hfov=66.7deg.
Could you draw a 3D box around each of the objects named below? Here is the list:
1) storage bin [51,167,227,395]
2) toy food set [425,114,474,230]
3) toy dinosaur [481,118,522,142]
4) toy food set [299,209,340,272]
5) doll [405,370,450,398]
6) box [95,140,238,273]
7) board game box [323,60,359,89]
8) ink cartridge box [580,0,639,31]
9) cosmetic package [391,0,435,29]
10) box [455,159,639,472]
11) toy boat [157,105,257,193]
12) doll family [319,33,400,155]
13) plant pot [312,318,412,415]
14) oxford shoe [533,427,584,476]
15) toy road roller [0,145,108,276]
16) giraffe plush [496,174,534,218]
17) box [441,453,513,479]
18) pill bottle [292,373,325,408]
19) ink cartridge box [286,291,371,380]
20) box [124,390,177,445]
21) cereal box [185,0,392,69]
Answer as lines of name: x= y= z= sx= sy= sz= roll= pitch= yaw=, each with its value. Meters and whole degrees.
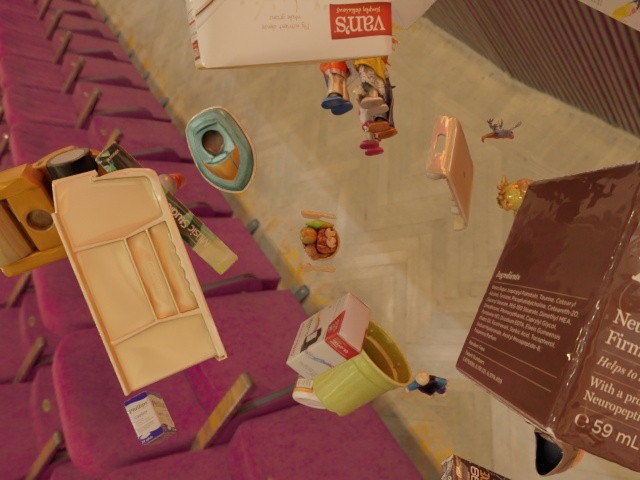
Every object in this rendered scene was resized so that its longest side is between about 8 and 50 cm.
storage bin: x=-0.257 y=0.046 z=0.672 sx=0.262 sy=0.123 sz=0.260 roll=-7 pitch=103 yaw=67
toy food set: x=0.402 y=-0.203 z=1.511 sx=0.092 sy=0.306 sz=0.219 roll=-2 pitch=57 yaw=30
toy dinosaur: x=0.399 y=-0.240 z=1.082 sx=0.090 sy=0.082 sz=0.047 roll=-49 pitch=39 yaw=12
toy food set: x=0.000 y=0.000 z=1.469 sx=0.038 sy=0.132 sz=0.192 roll=143 pitch=130 yaw=-66
doll: x=0.301 y=0.408 z=1.365 sx=0.129 sy=0.189 sz=0.046 roll=-14 pitch=58 yaw=18
box: x=-0.328 y=-0.069 z=1.027 sx=0.058 sy=0.322 sz=0.232 roll=-49 pitch=22 yaw=-9
board game box: x=0.046 y=-0.383 z=1.096 sx=0.020 sy=0.090 sz=0.090 roll=34 pitch=71 yaw=32
ink cartridge box: x=0.533 y=-0.439 z=0.735 sx=0.233 sy=0.168 sz=0.171 roll=41 pitch=101 yaw=21
cosmetic package: x=0.058 y=-0.625 z=0.954 sx=0.161 sy=0.230 sz=0.453 roll=-44 pitch=50 yaw=13
box: x=0.250 y=0.066 z=0.405 sx=0.167 sy=0.168 sz=0.203 roll=-174 pitch=106 yaw=-85
toy boat: x=-0.349 y=-0.232 z=1.461 sx=0.318 sy=0.148 sz=0.267 roll=-29 pitch=98 yaw=13
doll family: x=0.086 y=-0.262 z=0.795 sx=0.118 sy=0.263 sz=0.163 roll=-11 pitch=73 yaw=21
plant pot: x=0.115 y=0.431 z=1.601 sx=0.254 sy=0.276 sz=0.276 roll=-44 pitch=50 yaw=19
oxford shoe: x=0.648 y=0.471 z=1.283 sx=0.130 sy=0.133 sz=0.363 roll=22 pitch=117 yaw=50
toy road roller: x=-0.621 y=-0.093 z=1.111 sx=0.329 sy=0.202 sz=0.240 roll=-23 pitch=34 yaw=-13
giraffe plush: x=0.633 y=-0.128 z=1.516 sx=0.210 sy=0.170 sz=0.181 roll=-45 pitch=26 yaw=15
box: x=0.502 y=0.872 z=1.530 sx=0.076 sy=0.242 sz=0.307 roll=-61 pitch=5 yaw=38
pill bottle: x=-0.003 y=0.513 z=1.942 sx=0.162 sy=0.162 sz=0.278 roll=-12 pitch=50 yaw=40
ink cartridge box: x=0.018 y=0.211 z=1.062 sx=0.175 sy=0.072 sz=0.127 roll=-38 pitch=19 yaw=36
box: x=-0.502 y=0.527 z=1.444 sx=0.072 sy=0.126 sz=0.137 roll=-31 pitch=71 yaw=-9
cereal box: x=-0.029 y=-0.265 z=0.382 sx=0.047 sy=0.173 sz=0.240 roll=-146 pitch=47 yaw=-62
